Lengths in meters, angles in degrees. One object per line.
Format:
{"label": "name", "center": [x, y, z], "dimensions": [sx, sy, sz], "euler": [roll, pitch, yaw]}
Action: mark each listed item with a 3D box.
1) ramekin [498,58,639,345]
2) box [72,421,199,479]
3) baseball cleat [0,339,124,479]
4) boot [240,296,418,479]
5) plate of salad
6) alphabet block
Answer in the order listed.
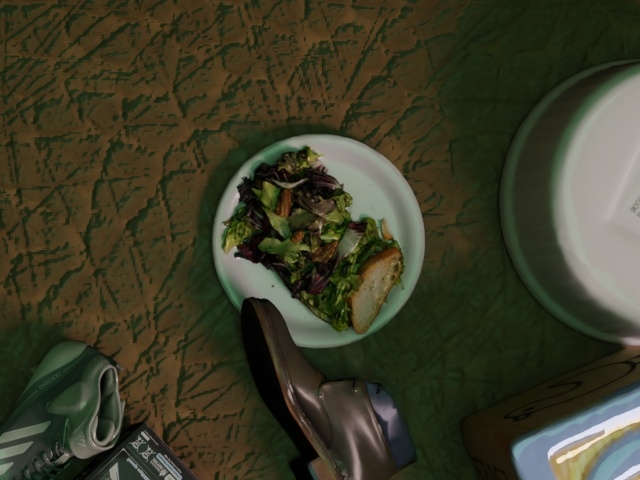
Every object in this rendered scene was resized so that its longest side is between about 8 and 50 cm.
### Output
{"label": "ramekin", "center": [0.314, -0.038, 1.380], "dimensions": [0.277, 0.135, 0.277], "euler": [0, 89, -7]}
{"label": "box", "center": [-0.143, 0.352, 1.317], "dimensions": [0.242, 0.076, 0.307], "euler": [-44, 94, -18]}
{"label": "baseball cleat", "center": [-0.245, 0.187, 1.318], "dimensions": [0.072, 0.109, 0.206], "euler": [31, 83, -50]}
{"label": "boot", "center": [0.006, 0.138, 1.375], "dimensions": [0.106, 0.082, 0.219], "euler": [-24, 99, -19]}
{"label": "plate of salad", "center": [0.000, 0.000, 1.383], "dimensions": [0.200, 0.048, 0.199], "euler": [0, 89, -7]}
{"label": "alphabet block", "center": [0.260, 0.220, 1.336], "dimensions": [0.192, 0.197, 0.193], "euler": [-21, 92, -8]}
